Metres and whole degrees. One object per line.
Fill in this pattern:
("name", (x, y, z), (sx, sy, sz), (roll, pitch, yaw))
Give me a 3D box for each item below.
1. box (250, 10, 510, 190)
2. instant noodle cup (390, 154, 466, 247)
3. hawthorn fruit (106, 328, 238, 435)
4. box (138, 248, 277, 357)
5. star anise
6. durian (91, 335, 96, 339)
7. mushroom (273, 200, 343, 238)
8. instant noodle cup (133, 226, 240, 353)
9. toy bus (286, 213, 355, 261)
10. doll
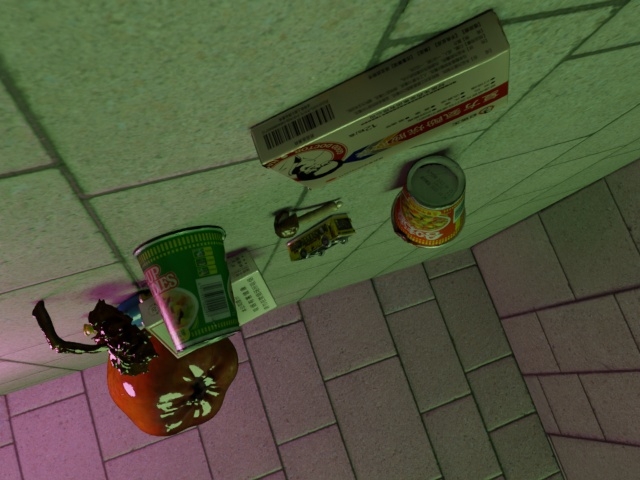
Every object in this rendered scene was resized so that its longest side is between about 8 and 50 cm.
("box", (0.099, -0.184, 0.784), (0.353, 0.069, 0.214), (-21, 169, 16))
("instant noodle cup", (0.260, -0.097, 1.242), (0.193, 0.193, 0.212), (-19, 162, 1))
("hawthorn fruit", (-0.544, 0.455, 1.924), (0.472, 0.471, 0.472), (-19, 169, -4))
("box", (-0.308, 0.183, 1.487), (0.330, 0.095, 0.210), (-26, 143, -6))
("star anise", (-0.551, 0.236, 1.334), (0.346, 0.148, 0.237), (35, 169, -38))
("durian", (-0.690, 0.299, 1.793), (0.215, 0.086, 0.100), (-20, -177, -6))
("mushroom", (-0.030, -0.060, 1.234), (0.187, 0.061, 0.060), (-26, -172, -30))
("instant noodle cup", (-0.272, 0.112, 1.152), (0.207, 0.232, 0.207), (-20, 169, -4))
("toy bus", (0.000, 0.000, 1.493), (0.081, 0.074, 0.226), (-8, 165, -40))
("doll", (-0.530, 0.225, 1.622), (0.346, 0.098, 0.341), (-26, 168, 16))
